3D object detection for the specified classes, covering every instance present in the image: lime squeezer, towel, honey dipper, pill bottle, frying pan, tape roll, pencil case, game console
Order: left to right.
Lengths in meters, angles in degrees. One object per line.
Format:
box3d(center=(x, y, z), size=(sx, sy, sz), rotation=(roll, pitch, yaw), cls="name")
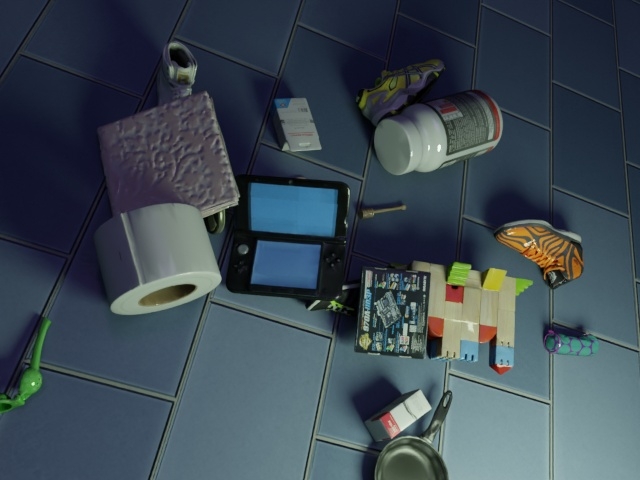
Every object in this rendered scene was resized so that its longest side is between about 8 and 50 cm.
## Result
box3d(center=(-0.646, 0.298, 1.111), size=(0.110, 0.059, 0.310), rotation=(40, 61, 0), cls="lime squeezer")
box3d(center=(-0.362, 0.046, 1.222), size=(0.246, 0.246, 0.169), rotation=(-13, 73, -25), cls="tape roll")
box3d(center=(-0.382, -0.183, 1.355), size=(0.317, 0.053, 0.331), rotation=(-19, 71, 4), cls="towel")
box3d(center=(-0.082, -0.005, 1.343), size=(0.293, 0.173, 0.250), rotation=(4, 61, 3), cls="game console")
box3d(center=(0.186, -0.087, 1.610), size=(0.161, 0.030, 0.030), rotation=(-9, 70, -28), cls="honey dipper")
box3d(center=(0.223, 0.514, 1.337), size=(0.197, 0.053, 0.326), rotation=(15, 61, -13), cls="frying pan")
box3d(center=(0.360, -0.328, 1.676), size=(0.363, 0.210, 0.210), rotation=(-20, 75, -27), cls="pill bottle")
box3d(center=(0.740, 0.304, 1.615), size=(0.152, 0.064, 0.070), rotation=(6, 81, -18), cls="pencil case")

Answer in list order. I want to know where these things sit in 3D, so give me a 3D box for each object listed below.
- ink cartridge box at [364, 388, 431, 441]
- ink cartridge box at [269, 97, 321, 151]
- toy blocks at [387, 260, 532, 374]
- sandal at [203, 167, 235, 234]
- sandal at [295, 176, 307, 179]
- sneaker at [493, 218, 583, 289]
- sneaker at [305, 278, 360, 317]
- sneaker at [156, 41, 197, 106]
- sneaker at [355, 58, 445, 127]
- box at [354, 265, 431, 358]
box3d(center=(0.188, 0.426, 1.335), size=(0.135, 0.099, 0.056), rotation=(-26, 78, -27), cls="ink cartridge box")
box3d(center=(-0.074, -0.325, 1.600), size=(0.104, 0.060, 0.180), rotation=(-8, 70, -24), cls="ink cartridge box")
box3d(center=(0.363, 0.211, 1.468), size=(0.382, 0.190, 0.260), rotation=(10, 72, -4), cls="toy blocks")
box3d(center=(-0.261, -0.161, 1.431), size=(0.086, 0.120, 0.302), rotation=(11, 62, -31), cls="sandal")
box3d(center=(-0.087, -0.104, 1.484), size=(0.088, 0.079, 0.240), rotation=(41, 60, 1), cls="sandal")
box3d(center=(0.684, 0.047, 1.676), size=(0.321, 0.124, 0.180), rotation=(10, 63, -16), cls="sneaker")
box3d(center=(0.077, 0.159, 1.424), size=(0.235, 0.084, 0.097), rotation=(-13, 73, -25), cls="sneaker")
box3d(center=(-0.379, -0.382, 1.453), size=(0.108, 0.169, 0.292), rotation=(-8, 71, -25), cls="sneaker")
box3d(center=(0.267, -0.506, 1.764), size=(0.147, 0.145, 0.385), rotation=(43, 56, 8), cls="sneaker")
box3d(center=(0.181, 0.180, 1.375), size=(0.175, 0.051, 0.220), rotation=(5, 84, 1), cls="box")
